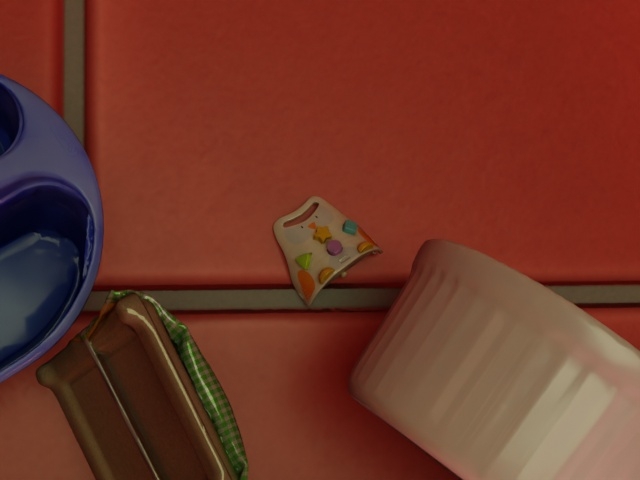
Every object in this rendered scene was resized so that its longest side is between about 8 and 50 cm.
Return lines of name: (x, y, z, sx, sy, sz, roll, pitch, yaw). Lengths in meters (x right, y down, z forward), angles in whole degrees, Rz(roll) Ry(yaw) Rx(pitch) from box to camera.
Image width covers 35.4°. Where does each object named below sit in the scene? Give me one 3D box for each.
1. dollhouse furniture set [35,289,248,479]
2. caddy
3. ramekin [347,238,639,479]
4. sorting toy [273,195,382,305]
dollhouse furniture set: (-0.056, 0.171, 0.726, 0.151, 0.198, 0.301, -23, 84, -38)
caddy: (-0.320, 0.022, 0.717, 0.341, 0.179, 0.241, -35, 90, -15)
ramekin: (0.153, 0.133, 0.764, 0.277, 0.277, 0.135, 38, 83, -5)
sorting toy: (0.000, 0.000, 0.868, 0.083, 0.045, 0.075, -36, 72, -15)
